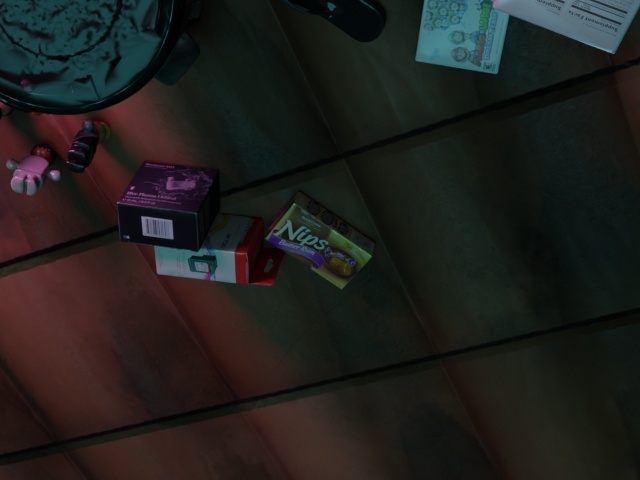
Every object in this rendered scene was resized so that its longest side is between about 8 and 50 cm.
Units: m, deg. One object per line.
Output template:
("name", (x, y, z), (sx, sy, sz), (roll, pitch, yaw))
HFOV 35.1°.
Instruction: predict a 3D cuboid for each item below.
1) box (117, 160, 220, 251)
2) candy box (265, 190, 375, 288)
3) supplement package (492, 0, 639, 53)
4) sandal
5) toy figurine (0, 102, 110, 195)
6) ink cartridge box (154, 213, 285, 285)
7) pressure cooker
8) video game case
("box", (-0.285, -0.067, 1.921), (0.156, 0.158, 0.093), (8, 125, 7))
("candy box", (0.000, 0.000, 1.967), (0.187, 0.053, 0.109), (34, 124, -12))
("supplement package", (0.397, -0.456, 1.481), (0.198, 0.199, 0.262), (20, 125, -2))
("sandal", (-0.007, -0.411, 1.683), (0.255, 0.054, 0.097), (26, 135, -5))
("toy figurine", (-0.528, -0.211, 1.897), (0.213, 0.148, 0.209), (-25, 121, 23))
("ink cartridge box", (-0.192, 0.013, 1.969), (0.231, 0.134, 0.078), (6, 124, 8))
("pressure cooker", (-0.374, -0.398, 1.573), (0.376, 0.420, 0.369), (-5, 109, -3))
("video game case", (0.240, -0.363, 1.690), (0.143, 0.019, 0.157), (10, 125, 6))
